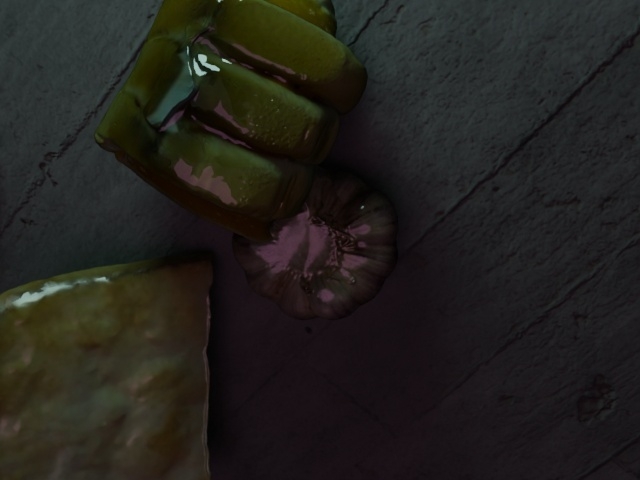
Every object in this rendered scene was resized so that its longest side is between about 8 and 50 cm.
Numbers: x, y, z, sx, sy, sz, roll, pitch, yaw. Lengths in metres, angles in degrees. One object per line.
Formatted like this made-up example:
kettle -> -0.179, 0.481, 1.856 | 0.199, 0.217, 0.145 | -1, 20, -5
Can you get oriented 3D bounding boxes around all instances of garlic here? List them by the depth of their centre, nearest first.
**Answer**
garlic -> 0.000, 0.000, 1.243 | 0.245, 0.160, 0.244 | 1, 95, 16

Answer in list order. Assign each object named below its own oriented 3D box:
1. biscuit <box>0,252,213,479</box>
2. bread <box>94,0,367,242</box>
biscuit -> -0.364, 0.255, 1.317 | 0.446, 0.104, 0.429 | -10, 108, -23
bread -> -0.113, -0.197, 1.098 | 0.300, 0.210, 0.341 | 37, 100, 17
